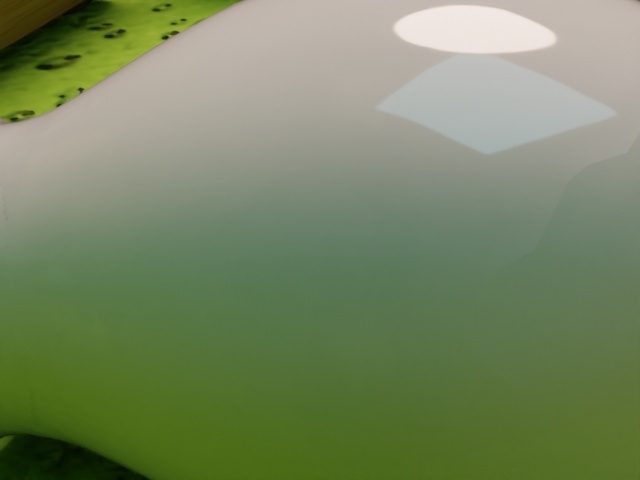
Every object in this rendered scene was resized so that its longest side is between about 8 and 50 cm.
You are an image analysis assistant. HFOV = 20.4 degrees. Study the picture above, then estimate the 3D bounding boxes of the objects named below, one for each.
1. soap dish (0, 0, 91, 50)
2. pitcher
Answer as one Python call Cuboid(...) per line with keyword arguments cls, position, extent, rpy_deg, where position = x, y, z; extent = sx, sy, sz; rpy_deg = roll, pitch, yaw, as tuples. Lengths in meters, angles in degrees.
Cuboid(cls="soap dish", position=(-0.236, -0.128, 0.686), extent=(0.290, 0.118, 0.229), rpy_deg=(11, 34, 29))
Cuboid(cls="pitcher", position=(0.000, 0.000, 0.419), extent=(0.207, 0.126, 0.177), rpy_deg=(-4, 11, 29))
